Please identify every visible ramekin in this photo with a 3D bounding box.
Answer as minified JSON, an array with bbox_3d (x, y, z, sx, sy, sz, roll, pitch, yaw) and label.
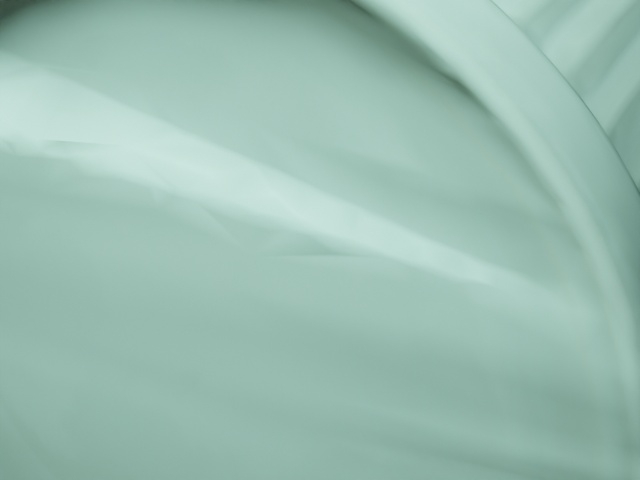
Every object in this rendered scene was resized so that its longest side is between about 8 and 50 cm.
[{"bbox_3d":[0.000,0.000,0.590,0.273,0.273,0.127,24,41,20],"label":"ramekin"}]
